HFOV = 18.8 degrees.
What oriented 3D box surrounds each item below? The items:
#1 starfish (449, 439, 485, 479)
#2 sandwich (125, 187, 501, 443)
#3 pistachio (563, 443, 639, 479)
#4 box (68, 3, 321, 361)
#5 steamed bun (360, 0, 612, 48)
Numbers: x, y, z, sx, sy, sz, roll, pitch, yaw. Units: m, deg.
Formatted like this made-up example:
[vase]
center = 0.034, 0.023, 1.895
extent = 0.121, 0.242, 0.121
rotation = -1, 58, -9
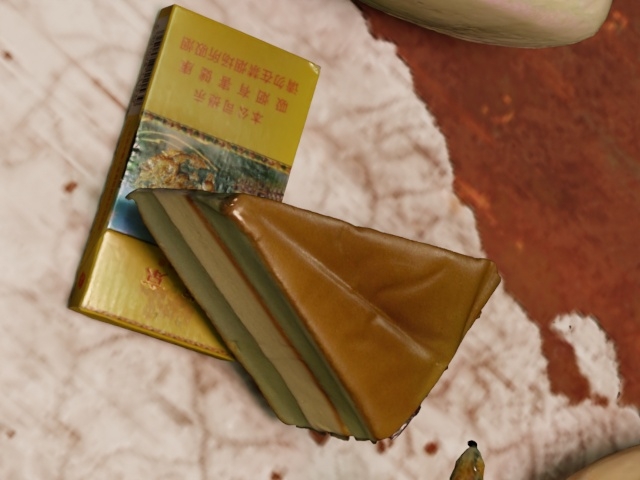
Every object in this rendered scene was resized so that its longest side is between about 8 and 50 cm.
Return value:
[starfish]
center = 0.023, 0.292, 0.854
extent = 0.347, 0.078, 0.357
rotation = -29, 103, -15
[sandwich]
center = 0.000, 0.000, 0.912
extent = 0.113, 0.079, 0.163
rotation = -53, 126, -28
[pistachio]
center = 0.202, 0.176, 1.000
extent = 0.230, 0.157, 0.157
rotation = -14, 95, -28
[box]
center = -0.060, -0.027, 0.936
extent = 0.087, 0.023, 0.155
rotation = 21, 80, -28
[steamed bun]
center = 0.036, -0.190, 0.927
extent = 0.239, 0.153, 0.170
rotation = 28, 69, -39
